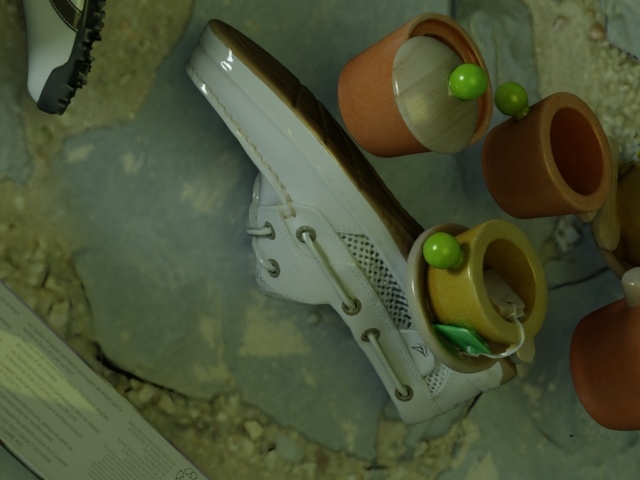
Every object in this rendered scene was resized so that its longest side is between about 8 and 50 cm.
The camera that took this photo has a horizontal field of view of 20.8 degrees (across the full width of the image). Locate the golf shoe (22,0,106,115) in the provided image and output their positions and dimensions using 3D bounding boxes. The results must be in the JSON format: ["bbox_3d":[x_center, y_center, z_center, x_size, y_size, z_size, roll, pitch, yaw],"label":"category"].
[{"bbox_3d":[-0.157,-0.167,0.942,0.094,0.077,0.198,5,89,-9],"label":"golf shoe"}]

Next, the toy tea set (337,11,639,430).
[{"bbox_3d":[0.154,-0.009,0.986,0.336,0.124,0.200,23,61,-41],"label":"toy tea set"}]

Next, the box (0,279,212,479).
[{"bbox_3d":[-0.177,0.066,0.951,0.324,0.063,0.067,45,76,-20],"label":"box"}]

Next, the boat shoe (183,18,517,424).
[{"bbox_3d":[0.000,0.000,1.005,0.096,0.098,0.277,-36,105,11],"label":"boat shoe"}]
